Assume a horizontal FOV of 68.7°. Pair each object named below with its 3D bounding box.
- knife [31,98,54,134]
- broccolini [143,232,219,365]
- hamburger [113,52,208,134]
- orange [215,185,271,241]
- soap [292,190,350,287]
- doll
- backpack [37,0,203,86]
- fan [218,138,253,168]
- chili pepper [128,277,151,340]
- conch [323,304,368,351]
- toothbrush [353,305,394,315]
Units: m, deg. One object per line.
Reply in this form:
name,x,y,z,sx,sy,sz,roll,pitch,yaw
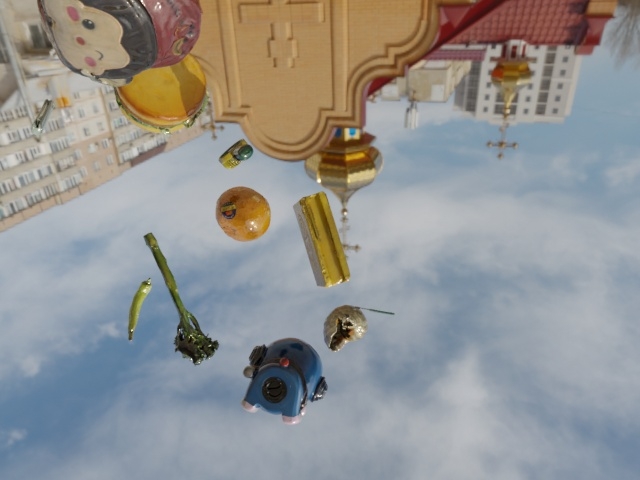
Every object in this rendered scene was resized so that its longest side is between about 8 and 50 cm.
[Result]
knife,-0.714,-0.322,1.206,0.023,0.044,0.162,4,-141,-20
broccolini,-0.260,0.106,0.851,0.071,0.255,0.057,-23,-176,-34
hamburger,-0.420,-0.393,1.236,0.246,0.246,0.170,-18,180,-26
orange,-0.235,-0.081,1.428,0.177,0.178,0.155,10,-137,22
soap,0.000,-0.001,1.641,0.096,0.325,0.204,-17,178,-12
doll,-0.115,0.448,1.541,0.284,0.240,0.310,28,-178,9
backpack,-0.274,-0.325,0.656,0.229,0.229,0.139,-7,-110,-9
fan,-0.193,-0.204,1.110,0.082,0.039,0.155,-44,-159,-11
chili pepper,-0.601,0.221,1.533,0.048,0.208,0.043,13,166,5
conch,0.094,0.374,2.100,0.210,0.291,0.159,-38,-124,3
toothbrush,0.197,0.262,1.732,0.167,0.011,0.014,5,-139,33
